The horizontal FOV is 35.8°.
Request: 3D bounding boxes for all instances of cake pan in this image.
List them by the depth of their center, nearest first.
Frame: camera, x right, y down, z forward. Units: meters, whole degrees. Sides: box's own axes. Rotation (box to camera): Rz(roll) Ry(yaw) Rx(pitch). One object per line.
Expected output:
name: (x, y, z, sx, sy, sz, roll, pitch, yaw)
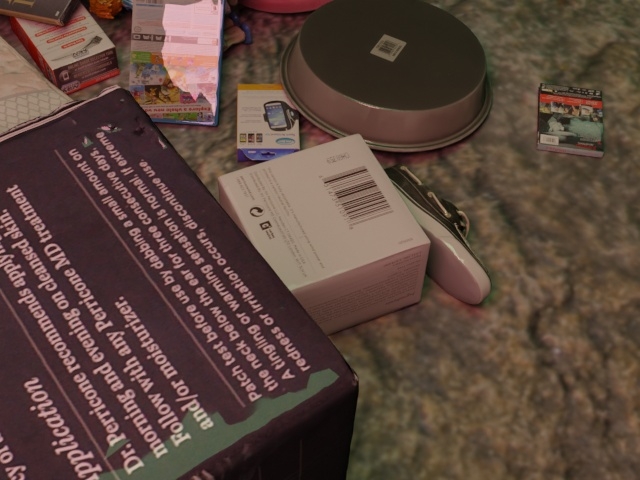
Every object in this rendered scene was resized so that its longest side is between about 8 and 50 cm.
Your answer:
cake pan: (0.092, -0.237, 1.332, 0.293, 0.054, 0.293, 4, 48, -5)

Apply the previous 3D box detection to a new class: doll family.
doll family: (-0.227, -0.333, 1.371, 0.163, 0.118, 0.263, -35, 61, -26)

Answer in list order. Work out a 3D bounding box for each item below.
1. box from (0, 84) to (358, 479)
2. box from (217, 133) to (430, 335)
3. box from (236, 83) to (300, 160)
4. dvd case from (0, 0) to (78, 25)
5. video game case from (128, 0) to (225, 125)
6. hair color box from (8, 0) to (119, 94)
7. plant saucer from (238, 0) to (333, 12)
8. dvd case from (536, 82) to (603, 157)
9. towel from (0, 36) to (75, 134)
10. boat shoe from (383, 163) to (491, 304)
box: (-0.253, 0.225, 0.695, 0.471, 0.480, 0.297, -27, 58, -22)
box: (0.000, 0.000, 1.115, 0.182, 0.119, 0.181, -19, 55, -16)
box: (-0.069, -0.149, 1.290, 0.081, 0.028, 0.136, 0, 53, -4)
dvd case: (-0.413, -0.384, 1.384, 0.221, 0.018, 0.164, 15, 67, 22)
video game case: (-0.188, -0.236, 1.290, 0.119, 0.166, 0.015, 4, 7, 1)
hair color box: (-0.356, -0.280, 1.366, 0.093, 0.053, 0.167, -26, 55, -20)
plant saucer: (-0.020, -0.483, 1.465, 0.332, 0.084, 0.332, -8, 56, 12)
dvd case: (0.334, -0.162, 1.325, 0.087, 0.013, 0.119, 8, 50, 4)
towel: (-0.488, -0.172, 1.216, 0.317, 0.053, 0.332, 36, 40, 24)
boat shoe: (0.136, -0.017, 1.161, 0.070, 0.078, 0.219, -28, 56, -21)
